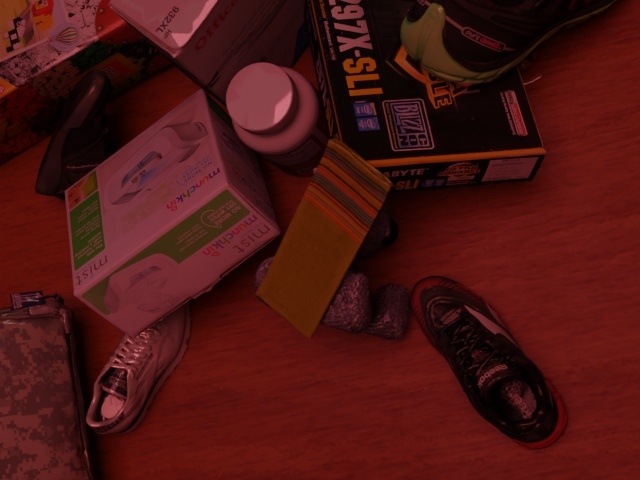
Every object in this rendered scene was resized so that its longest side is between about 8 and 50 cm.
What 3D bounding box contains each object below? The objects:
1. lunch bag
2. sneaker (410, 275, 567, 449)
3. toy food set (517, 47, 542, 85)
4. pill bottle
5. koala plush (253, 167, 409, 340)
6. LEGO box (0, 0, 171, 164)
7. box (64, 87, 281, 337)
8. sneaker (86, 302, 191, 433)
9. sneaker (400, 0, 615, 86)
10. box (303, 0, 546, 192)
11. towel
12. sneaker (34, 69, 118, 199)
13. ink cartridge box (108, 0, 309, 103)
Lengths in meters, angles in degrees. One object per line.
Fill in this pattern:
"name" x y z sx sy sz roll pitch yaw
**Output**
"lunch bag" -0.458 0.243 1.510 0.256 0.212 0.305 -11 78 -2
"sneaker" 0.212 0.151 1.388 0.097 0.135 0.276 -40 73 7
"toy food set" 0.263 -0.274 1.506 0.078 0.019 0.122 -23 76 9
"pill bottle" -0.050 -0.167 1.462 0.121 0.216 0.121 -3 80 15
"koala plush" 0.024 0.000 1.437 0.203 0.196 0.221 15 88 26
"LEGO box" -0.494 -0.415 1.628 0.372 0.193 0.500 -29 75 8
"box" -0.208 -0.037 1.466 0.262 0.127 0.231 -34 40 14
"sneaker" -0.259 0.168 1.524 0.090 0.095 0.235 20 85 18
"sneaker" 0.302 -0.380 1.367 0.185 0.202 0.483 38 62 15
"box" 0.127 -0.216 1.410 0.257 0.079 0.322 -6 60 -8
"towel" 0.000 0.000 1.305 0.102 0.021 0.237 41 118 27
"sneaker" -0.323 -0.143 1.560 0.130 0.087 0.227 17 124 -20
"ink cartridge box" -0.121 -0.321 1.459 0.129 0.307 0.223 37 91 16
